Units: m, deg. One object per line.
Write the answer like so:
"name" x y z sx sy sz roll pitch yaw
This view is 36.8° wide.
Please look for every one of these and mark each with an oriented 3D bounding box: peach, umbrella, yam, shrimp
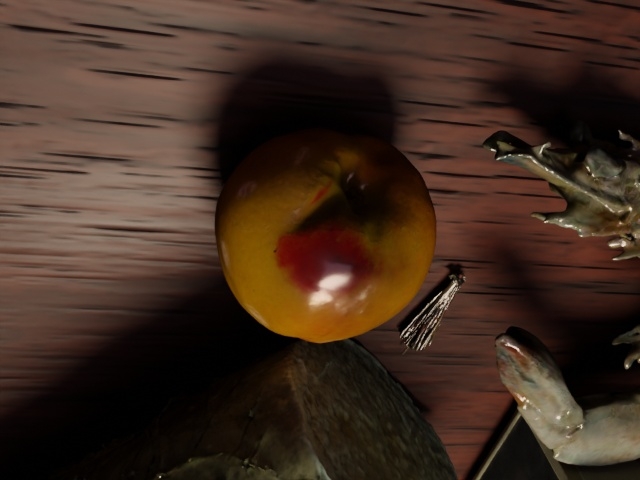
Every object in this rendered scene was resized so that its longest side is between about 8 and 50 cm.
"peach" 0.000 0.000 0.602 0.138 0.138 0.138 -8 126 -11
"umbrella" 0.086 0.057 0.734 0.031 0.020 0.083 18 112 -27
"yam" -0.076 0.228 0.689 0.348 0.241 0.241 -28 127 6
"shrimp" 0.222 0.044 0.700 0.360 0.085 0.247 39 92 -32

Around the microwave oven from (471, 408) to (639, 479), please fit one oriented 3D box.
"microwave oven" 0.219 0.275 0.846 0.194 0.145 0.240 10 120 -24
